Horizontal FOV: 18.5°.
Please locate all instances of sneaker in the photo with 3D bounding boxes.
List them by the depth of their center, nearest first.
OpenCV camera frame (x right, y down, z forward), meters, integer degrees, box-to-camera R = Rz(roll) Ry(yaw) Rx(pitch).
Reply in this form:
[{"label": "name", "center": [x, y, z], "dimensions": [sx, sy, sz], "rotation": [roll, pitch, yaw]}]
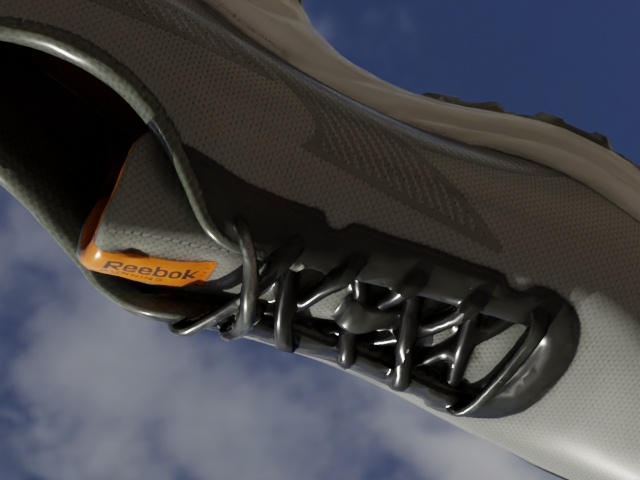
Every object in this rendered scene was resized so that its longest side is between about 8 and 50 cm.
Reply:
[{"label": "sneaker", "center": [0.000, 0.000, 0.531], "dimensions": [0.271, 0.100, 0.108], "rotation": [33, -138, -3]}]
